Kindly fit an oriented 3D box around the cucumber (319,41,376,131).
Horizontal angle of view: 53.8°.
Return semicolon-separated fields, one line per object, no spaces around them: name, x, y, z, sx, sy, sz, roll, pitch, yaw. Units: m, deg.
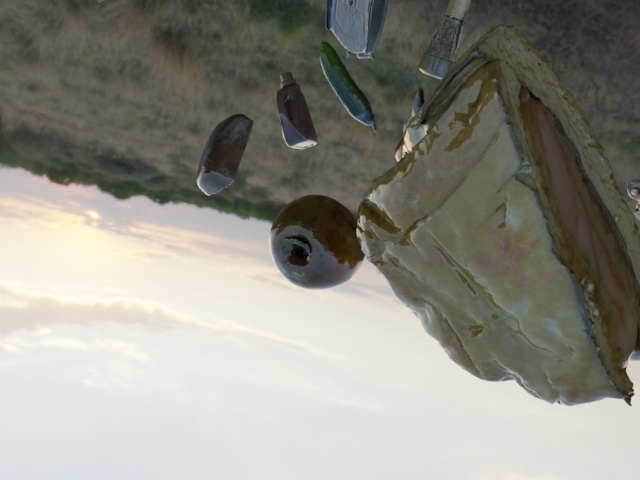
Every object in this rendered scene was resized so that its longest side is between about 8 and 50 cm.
cucumber;0.065;-0.356;1.498;0.250;0.056;0.056;53;166;-20

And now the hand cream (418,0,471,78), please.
hand cream;0.301;-0.483;1.477;0.084;0.203;0.084;17;-160;-6

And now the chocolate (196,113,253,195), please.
chocolate;-0.284;-0.257;1.776;0.080;0.254;0.157;32;147;-30

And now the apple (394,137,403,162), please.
apple;0.233;-0.210;1.452;0.102;0.126;0.126;42;-177;3

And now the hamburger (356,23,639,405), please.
hamburger;0.150;-0.010;0.581;0.209;0.330;0.162;-12;-154;43

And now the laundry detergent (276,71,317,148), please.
laundry detergent;-0.089;-0.404;1.931;0.076;0.237;0.171;-16;179;20

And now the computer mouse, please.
computer mouse;0.074;-0.433;1.137;0.071;0.231;0.126;-32;-126;-27

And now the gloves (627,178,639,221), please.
gloves;0.717;-0.091;1.347;0.094;0.144;0.110;-17;119;36

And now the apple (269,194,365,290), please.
apple;0.000;0.000;0.732;0.114;0.099;0.102;30;-154;24
